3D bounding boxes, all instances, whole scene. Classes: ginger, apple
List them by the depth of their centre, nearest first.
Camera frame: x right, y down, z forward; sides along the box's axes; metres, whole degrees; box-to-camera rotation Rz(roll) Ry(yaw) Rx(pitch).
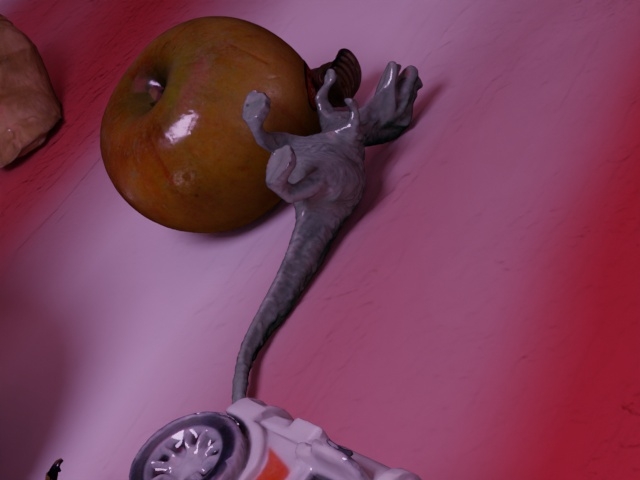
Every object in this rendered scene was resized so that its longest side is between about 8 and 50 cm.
[{"bbox_3d":[-0.085,-0.091,1.534,0.182,0.155,0.182,-25,47,31],"label":"apple"},{"bbox_3d":[-0.327,-0.156,1.941,0.115,0.122,0.193,-17,30,-15],"label":"ginger"}]

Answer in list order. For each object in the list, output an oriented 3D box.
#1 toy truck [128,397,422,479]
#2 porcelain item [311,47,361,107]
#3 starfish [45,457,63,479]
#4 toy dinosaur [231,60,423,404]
[{"bbox_3d":[-0.067,0.269,0.920,0.207,0.173,0.387,12,53,45],"label":"toy truck"},{"bbox_3d":[-0.049,-0.127,1.663,0.213,0.054,0.084,-7,39,41],"label":"porcelain item"},{"bbox_3d":[-0.214,0.196,1.311,0.130,0.041,0.133,-35,22,24],"label":"starfish"},{"bbox_3d":[-0.028,-0.034,1.412,0.076,0.129,0.383,-13,33,45],"label":"toy dinosaur"}]
